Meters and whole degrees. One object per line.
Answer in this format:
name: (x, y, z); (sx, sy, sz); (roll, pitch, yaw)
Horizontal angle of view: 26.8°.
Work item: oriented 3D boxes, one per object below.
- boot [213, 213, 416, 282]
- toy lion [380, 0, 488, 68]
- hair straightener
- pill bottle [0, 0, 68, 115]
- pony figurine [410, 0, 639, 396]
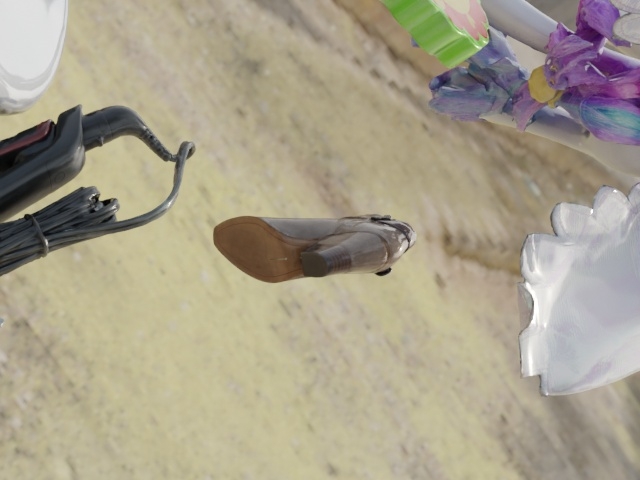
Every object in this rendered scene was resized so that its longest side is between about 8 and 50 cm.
boot: (0.000, 0.000, 0.880); (0.118, 0.042, 0.087); (17, 25, 38)
toy lion: (0.022, -0.102, 0.453); (0.096, 0.034, 0.100); (61, 24, 4)
hair straightener: (-0.142, 0.008, 0.536); (0.089, 0.230, 0.047); (48, -34, 29)
pill bottle: (-0.248, -0.115, 0.592); (0.130, 0.246, 0.130); (-1, 90, -79)
pony figurine: (0.222, -0.077, 0.868); (0.351, 0.303, 0.363); (5, 23, -38)
